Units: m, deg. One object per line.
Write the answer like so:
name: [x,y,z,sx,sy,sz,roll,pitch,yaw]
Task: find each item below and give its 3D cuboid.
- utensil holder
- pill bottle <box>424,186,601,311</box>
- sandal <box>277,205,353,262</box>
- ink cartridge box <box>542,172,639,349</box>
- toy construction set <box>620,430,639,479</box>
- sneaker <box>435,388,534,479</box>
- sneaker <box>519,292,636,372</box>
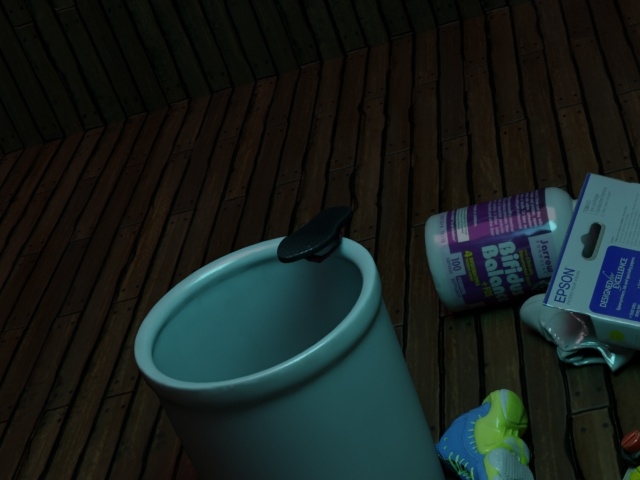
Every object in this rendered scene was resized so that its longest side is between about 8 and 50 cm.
utensil holder: [-0.021,0.238,1.706,0.328,0.385,0.327,-17,27,9]
pill bottle: [0.335,0.008,2.103,0.302,0.169,0.169,-14,28,15]
sandal: [0.000,0.000,1.670,0.067,0.040,0.179,-2,18,23]
ink cartridge box: [0.513,0.042,1.904,0.307,0.072,0.303,11,46,19]
toy construction set: [0.441,0.302,1.518,0.328,0.151,0.215,-34,5,-38]
sneaker: [0.220,0.311,1.754,0.126,0.091,0.240,-29,22,27]
sneaker: [0.375,0.144,1.941,0.212,0.080,0.094,13,55,46]
